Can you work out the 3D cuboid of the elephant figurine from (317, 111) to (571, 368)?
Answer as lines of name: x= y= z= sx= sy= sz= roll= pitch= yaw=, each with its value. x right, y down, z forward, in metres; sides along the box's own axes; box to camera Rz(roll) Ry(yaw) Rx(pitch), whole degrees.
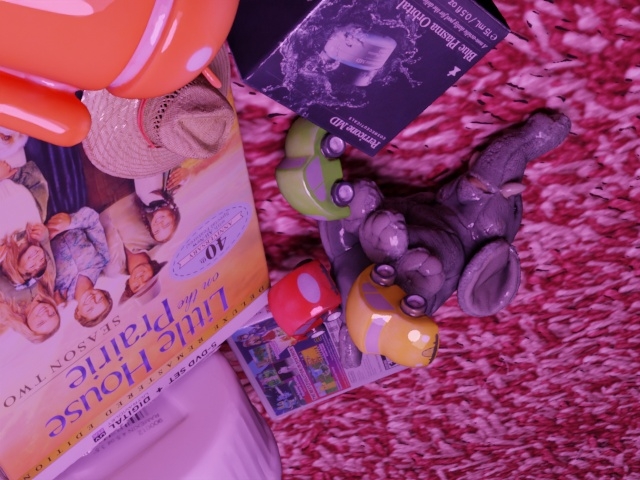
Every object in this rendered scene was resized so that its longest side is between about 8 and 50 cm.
elephant figurine: x=0.130 y=-0.002 z=1.035 sx=0.239 sy=0.169 sz=0.186 roll=-16 pitch=172 yaw=-31

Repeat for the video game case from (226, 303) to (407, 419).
video game case: x=0.002 y=0.117 z=1.202 sx=0.183 sy=0.023 sz=0.201 roll=-21 pitch=142 yaw=-1

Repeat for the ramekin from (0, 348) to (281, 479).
ramekin: x=-0.185 y=0.208 z=1.034 sx=0.277 sy=0.277 sz=0.135 roll=-18 pitch=133 yaw=-4

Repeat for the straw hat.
straw hat: x=-0.096 y=-0.090 z=0.766 sx=0.144 sy=0.061 sz=0.145 roll=-35 pitch=145 yaw=-30

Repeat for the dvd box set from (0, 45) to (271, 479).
dvd box set: x=-0.189 y=-0.004 z=0.846 sx=0.307 sy=0.062 sz=0.420 roll=-38 pitch=146 yaw=-24

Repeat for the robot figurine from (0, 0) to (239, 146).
robot figurine: x=-0.132 y=-0.146 z=0.537 sx=0.219 sy=0.158 sz=0.128 roll=12 pitch=151 yaw=-32

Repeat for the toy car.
toy car: x=0.000 y=0.000 z=0.947 sx=0.053 sy=0.239 sz=0.225 roll=-19 pitch=103 yaw=-30

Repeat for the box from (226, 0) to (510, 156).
box: x=0.033 y=-0.170 z=0.834 sx=0.158 sy=0.093 sz=0.156 roll=-41 pitch=137 yaw=24
